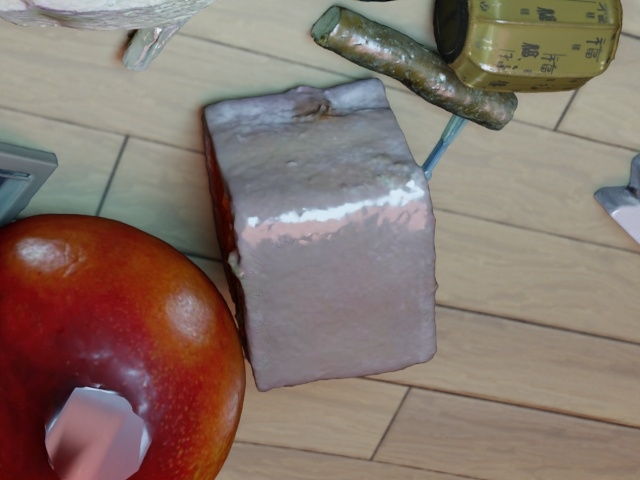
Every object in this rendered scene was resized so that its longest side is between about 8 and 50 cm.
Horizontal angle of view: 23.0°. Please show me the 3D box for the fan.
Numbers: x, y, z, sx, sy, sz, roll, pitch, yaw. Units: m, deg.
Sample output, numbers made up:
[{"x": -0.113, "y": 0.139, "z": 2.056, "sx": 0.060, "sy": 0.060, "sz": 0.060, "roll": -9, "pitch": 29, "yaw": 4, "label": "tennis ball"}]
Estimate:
[{"x": 0.170, "y": -0.146, "z": 1.869, "sx": 0.038, "sy": 0.016, "sz": 0.193, "roll": 17, "pitch": 120, "yaw": -28, "label": "fan"}]

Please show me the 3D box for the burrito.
[{"x": -0.150, "y": -0.258, "z": 1.683, "sx": 0.045, "sy": 0.041, "sz": 0.185, "roll": 30, "pitch": 113, "yaw": -22, "label": "burrito"}]

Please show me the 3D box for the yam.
[{"x": 0.108, "y": -0.196, "z": 1.776, "sx": 0.252, "sy": 0.061, "sz": 0.061, "roll": 24, "pitch": 118, "yaw": -23, "label": "yam"}]

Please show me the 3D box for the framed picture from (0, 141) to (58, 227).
[{"x": -0.529, "y": 0.038, "z": 1.729, "sx": 0.446, "sy": 0.028, "sz": 0.326, "roll": -47, "pitch": 150, "yaw": 22, "label": "framed picture"}]

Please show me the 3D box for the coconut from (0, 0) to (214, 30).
[{"x": -0.208, "y": -0.339, "z": 1.438, "sx": 0.309, "sy": 0.297, "sz": 0.298, "roll": 1, "pitch": 128, "yaw": 3, "label": "coconut"}]

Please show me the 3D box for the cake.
[{"x": 0.000, "y": 0.000, "z": 1.800, "sx": 0.230, "sy": 0.237, "sz": 0.309, "roll": -11, "pitch": 131, "yaw": -4, "label": "cake"}]

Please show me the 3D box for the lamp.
[{"x": 0.227, "y": -0.242, "z": 1.724, "sx": 0.185, "sy": 0.161, "sz": 0.161, "roll": -2, "pitch": 127, "yaw": -18, "label": "lamp"}]

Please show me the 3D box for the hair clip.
[{"x": 0.489, "y": 0.016, "z": 2.033, "sx": 0.101, "sy": 0.085, "sz": 0.330, "roll": -42, "pitch": 124, "yaw": 15, "label": "hair clip"}]

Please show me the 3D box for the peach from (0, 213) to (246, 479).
[{"x": -0.268, "y": 0.163, "z": 1.748, "sx": 0.388, "sy": 0.388, "sz": 0.388, "roll": -7, "pitch": 128, "yaw": -9, "label": "peach"}]
